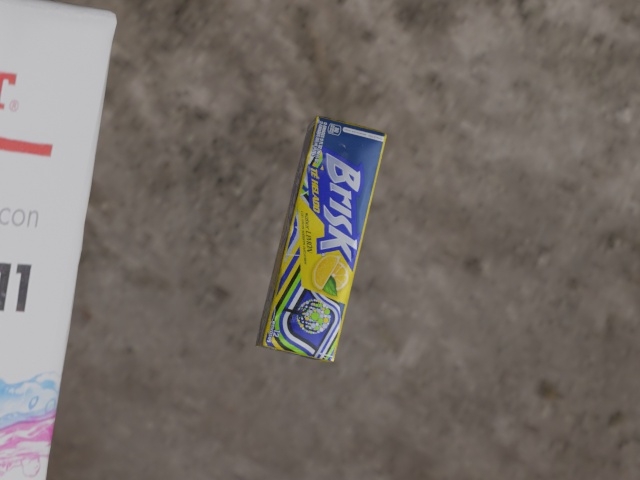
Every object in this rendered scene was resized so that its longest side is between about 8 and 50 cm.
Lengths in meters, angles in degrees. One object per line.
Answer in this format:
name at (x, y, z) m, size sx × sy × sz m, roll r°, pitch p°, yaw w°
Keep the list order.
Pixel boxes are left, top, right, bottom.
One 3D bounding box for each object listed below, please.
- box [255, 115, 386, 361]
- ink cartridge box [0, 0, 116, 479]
box at (0.000, 0.000, 1.351) m, size 0.054 × 0.169 × 0.059 m, roll 13°, pitch 175°, yaw -7°
ink cartridge box at (-0.177, 0.024, 0.477) m, size 0.119 × 0.207 × 0.353 m, roll 12°, pitch 95°, yaw 43°
